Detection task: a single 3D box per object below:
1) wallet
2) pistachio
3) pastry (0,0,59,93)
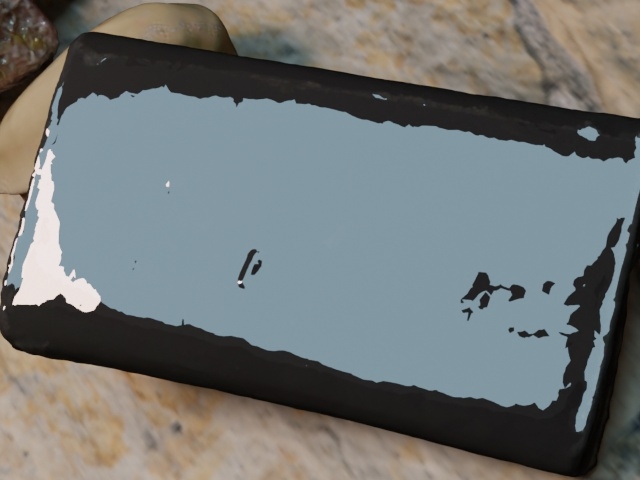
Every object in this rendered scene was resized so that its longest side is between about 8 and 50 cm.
[{"bbox_3d":[0.000,0.000,1.121,0.406,0.062,0.228,12,81,16],"label":"wallet"},{"bbox_3d":[-0.153,-0.091,1.280,0.223,0.126,0.152,-38,34,15],"label":"pistachio"},{"bbox_3d":[-0.279,-0.149,1.351,0.112,0.103,0.265,-27,7,-31],"label":"pastry"}]
